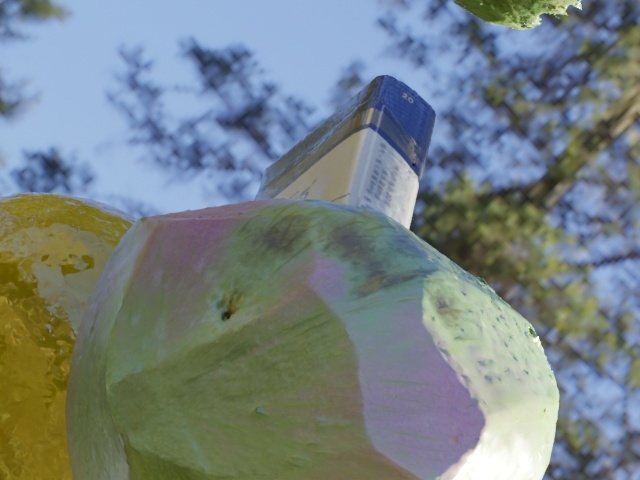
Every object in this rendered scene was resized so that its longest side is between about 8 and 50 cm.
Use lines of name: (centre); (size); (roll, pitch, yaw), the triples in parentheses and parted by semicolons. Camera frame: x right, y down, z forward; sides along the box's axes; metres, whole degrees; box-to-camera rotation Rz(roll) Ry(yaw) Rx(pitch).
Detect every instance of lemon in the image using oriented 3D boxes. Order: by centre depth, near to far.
lemon: (-0.216, 0.125, 1.576); (0.348, 0.348, 0.348); (30, -37, 26)

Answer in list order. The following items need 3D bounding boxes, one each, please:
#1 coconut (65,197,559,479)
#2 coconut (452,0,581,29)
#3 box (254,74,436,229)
coconut: (-0.016, 0.077, 0.893); (0.236, 0.236, 0.204); (46, -64, 4)
coconut: (0.119, -0.199, 1.285); (0.158, 0.055, 0.133); (17, -58, 29)
box: (0.000, 0.000, 1.495); (0.071, 0.259, 0.168); (39, -51, -17)
